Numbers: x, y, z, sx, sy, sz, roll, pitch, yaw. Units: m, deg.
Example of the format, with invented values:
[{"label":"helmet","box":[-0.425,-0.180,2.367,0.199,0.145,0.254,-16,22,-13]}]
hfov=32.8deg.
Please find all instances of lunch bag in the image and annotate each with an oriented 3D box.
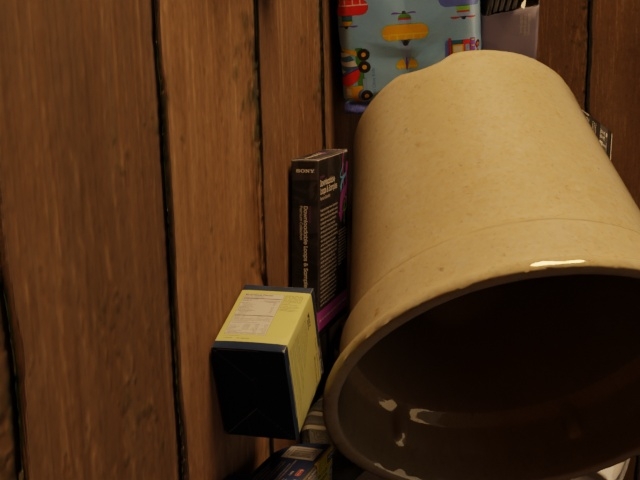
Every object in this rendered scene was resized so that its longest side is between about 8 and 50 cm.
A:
[{"label":"lunch bag","box":[0.095,-0.272,1.156,0.293,0.138,0.221,-71,157,-72]}]

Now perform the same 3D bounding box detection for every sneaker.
[{"label":"sneaker","box":[0.041,0.193,1.080,0.229,0.086,0.132,-66,156,-56]}]

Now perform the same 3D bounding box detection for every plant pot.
[{"label":"plant pot","box":[0.152,0.010,0.968,0.334,0.334,0.305,74,6,-50]}]

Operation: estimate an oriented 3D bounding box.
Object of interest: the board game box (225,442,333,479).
[{"label":"board game box","box":[-0.042,0.273,0.826,0.194,0.060,0.194,-21,114,-74]}]

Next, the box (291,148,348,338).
[{"label":"box","box":[0.000,0.000,0.997,0.116,0.029,0.162,-31,124,-73]}]

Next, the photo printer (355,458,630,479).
[{"label":"photo printer","box":[0.198,0.184,1.234,0.256,0.307,0.107,-71,158,-49]}]

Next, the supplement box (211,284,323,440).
[{"label":"supplement box","box":[-0.038,0.090,0.816,0.083,0.056,0.083,-65,154,-55]}]

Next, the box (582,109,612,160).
[{"label":"box","box":[0.309,-0.106,1.529,0.060,0.216,0.270,-39,-153,45]}]

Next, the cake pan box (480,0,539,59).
[{"label":"cake pan box","box":[0.167,-0.346,1.143,0.267,0.070,0.246,-106,-175,-46]}]
